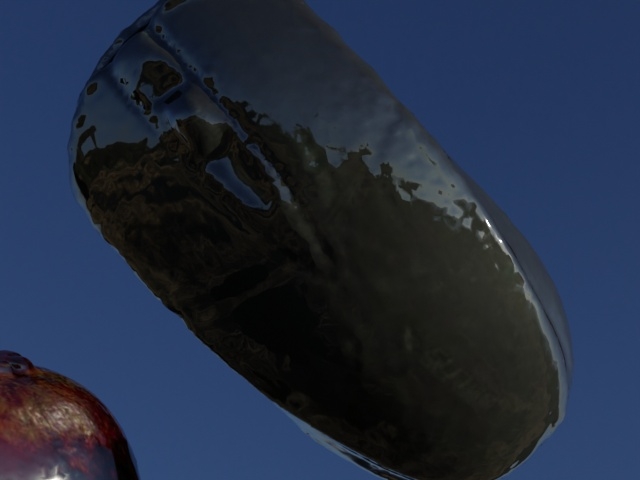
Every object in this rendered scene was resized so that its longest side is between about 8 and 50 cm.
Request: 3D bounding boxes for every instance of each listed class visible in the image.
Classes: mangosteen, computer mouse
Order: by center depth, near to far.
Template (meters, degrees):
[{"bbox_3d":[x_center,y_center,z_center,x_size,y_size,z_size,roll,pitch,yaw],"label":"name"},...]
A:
[{"bbox_3d":[-0.127,0.101,0.479,0.140,0.140,0.140,2,-40,2],"label":"mangosteen"},{"bbox_3d":[0.000,0.000,0.629,0.137,0.086,0.269,-45,-94,3],"label":"computer mouse"}]
